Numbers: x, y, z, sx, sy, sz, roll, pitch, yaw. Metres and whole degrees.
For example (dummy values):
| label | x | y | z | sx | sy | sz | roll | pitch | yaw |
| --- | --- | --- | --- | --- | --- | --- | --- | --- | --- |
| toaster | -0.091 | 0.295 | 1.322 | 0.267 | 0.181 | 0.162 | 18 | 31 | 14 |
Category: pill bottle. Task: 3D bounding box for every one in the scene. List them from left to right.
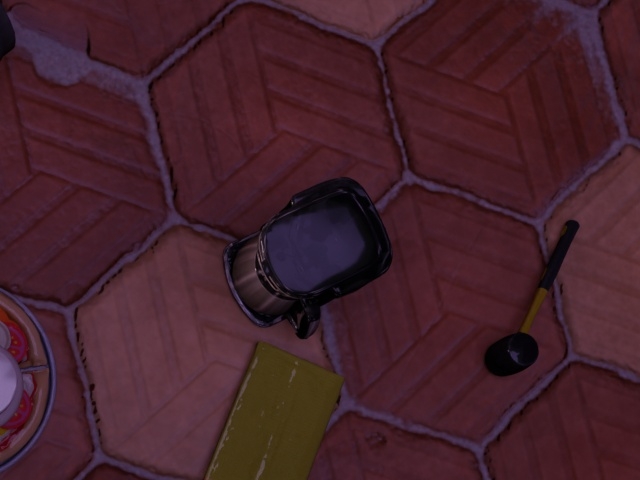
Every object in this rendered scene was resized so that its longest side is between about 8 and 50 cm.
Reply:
| label | x | y | z | sx | sy | sz | roll | pitch | yaw |
| --- | --- | --- | --- | --- | --- | --- | --- | --- | --- |
| pill bottle | -0.312 | 0.133 | 1.533 | 0.086 | 0.152 | 0.086 | 3 | 79 | -17 |

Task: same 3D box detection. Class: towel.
| label | x | y | z | sx | sy | sz | roll | pitch | yaw |
| --- | --- | --- | --- | --- | --- | --- | --- | --- | --- |
| towel | -0.061 | 0.226 | 1.691 | 0.102 | 0.021 | 0.237 | 26 | 73 | -15 |

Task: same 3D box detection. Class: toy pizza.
| label | x | y | z | sx | sy | sz | roll | pitch | yaw |
| --- | --- | --- | --- | --- | --- | --- | --- | --- | --- |
| toy pizza | -0.350 | 0.131 | 1.620 | 0.201 | 0.032 | 0.201 | 3 | 79 | -15 |

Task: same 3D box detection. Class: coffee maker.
| label | x | y | z | sx | sy | sz | roll | pitch | yaw |
| --- | --- | --- | --- | --- | --- | --- | --- | --- | --- |
| coffee maker | 0.000 | 0.000 | 1.663 | 0.120 | 0.178 | 0.171 | 43 | 72 | -5 |

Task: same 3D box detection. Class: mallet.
| label | x | y | z | sx | sy | sz | roll | pitch | yaw |
| --- | --- | --- | --- | --- | --- | --- | --- | --- | --- |
| mallet | 0.225 | 0.061 | 1.794 | 0.039 | 0.062 | 0.190 | 33 | 59 | -9 |

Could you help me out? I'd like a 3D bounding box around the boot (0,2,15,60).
| label | x | y | z | sx | sy | sz | roll | pitch | yaw |
| --- | --- | --- | --- | --- | --- | --- | --- | --- | --- |
| boot | -0.558 | -0.166 | 1.556 | 0.367 | 0.146 | 0.445 | 42 | 69 | 4 |
